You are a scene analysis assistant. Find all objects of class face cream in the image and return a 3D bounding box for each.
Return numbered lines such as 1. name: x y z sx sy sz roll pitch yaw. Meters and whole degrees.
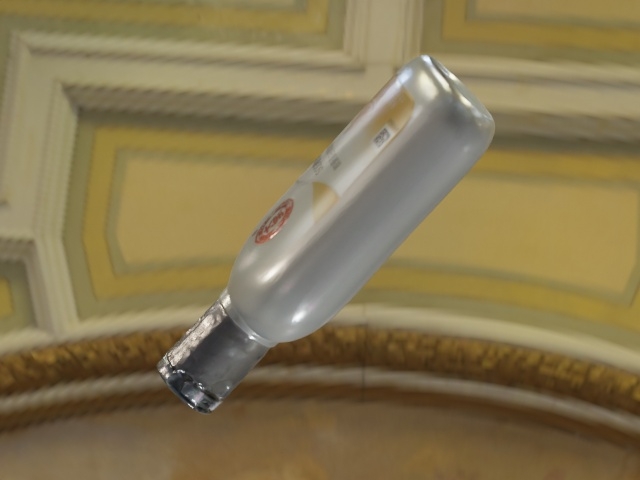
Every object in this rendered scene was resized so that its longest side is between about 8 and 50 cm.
1. face cream: 0.000 0.000 1.304 0.071 0.144 0.291 39 -78 -18
